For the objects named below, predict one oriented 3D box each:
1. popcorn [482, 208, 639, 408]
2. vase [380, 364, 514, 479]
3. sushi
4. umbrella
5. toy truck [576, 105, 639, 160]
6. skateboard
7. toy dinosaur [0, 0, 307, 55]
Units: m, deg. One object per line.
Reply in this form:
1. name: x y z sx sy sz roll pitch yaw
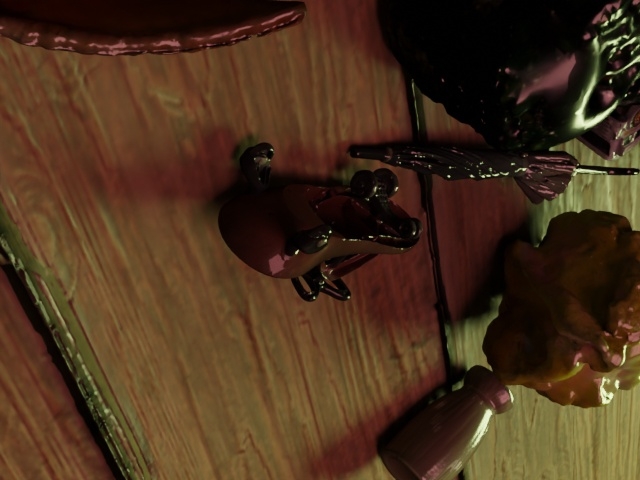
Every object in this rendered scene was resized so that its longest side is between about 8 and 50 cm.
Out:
1. popcorn: 0.186 0.047 1.018 0.126 0.126 0.145 5 143 -44
2. vase: 0.096 0.140 1.066 0.100 0.053 0.053 -42 147 -20
3. sushi: 0.146 -0.149 0.769 0.225 0.127 0.124 -47 148 -3
4. umbrella: 0.110 -0.046 0.919 0.269 0.044 0.044 1 93 -41
5. toy truck: 0.220 -0.101 0.978 0.123 0.052 0.063 -33 150 -29
6. skateboard: 0.000 0.000 0.803 0.080 0.067 0.151 -48 153 24
7. toy dinosaur: -0.114 -0.200 0.376 0.206 0.113 0.327 -29 118 -57
